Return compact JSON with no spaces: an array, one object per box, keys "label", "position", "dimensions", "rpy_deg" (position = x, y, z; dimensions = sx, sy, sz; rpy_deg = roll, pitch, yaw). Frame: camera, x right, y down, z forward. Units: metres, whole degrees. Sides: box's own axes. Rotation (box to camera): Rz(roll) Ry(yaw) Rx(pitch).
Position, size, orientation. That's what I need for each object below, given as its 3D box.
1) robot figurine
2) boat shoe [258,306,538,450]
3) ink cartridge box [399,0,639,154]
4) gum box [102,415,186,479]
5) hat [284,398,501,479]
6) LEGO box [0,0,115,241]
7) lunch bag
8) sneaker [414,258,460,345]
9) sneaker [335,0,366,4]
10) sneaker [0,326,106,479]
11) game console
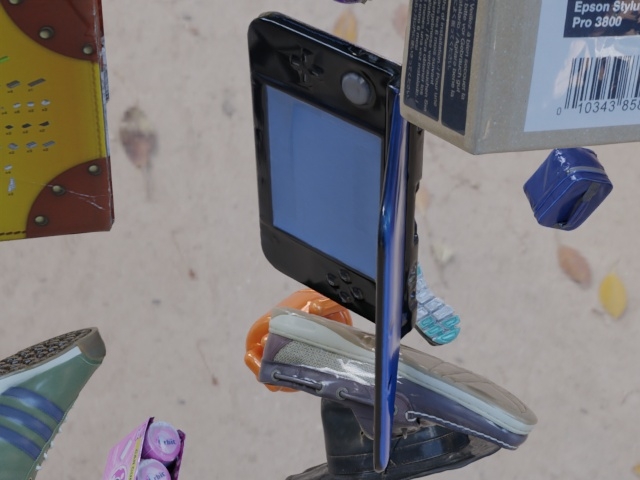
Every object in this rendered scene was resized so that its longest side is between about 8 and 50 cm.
[{"label":"robot figurine","position":[-0.028,0.146,1.872],"dimensions":[0.128,0.158,0.219],"rpy_deg":[12,22,21]},{"label":"boat shoe","position":[0.066,0.146,1.191],"dimensions":[0.285,0.103,0.092],"rpy_deg":[20,93,24]},{"label":"ink cartridge box","position":[0.171,-0.156,0.700],"dimensions":[0.235,0.193,0.088],"rpy_deg":[-7,24,-25]},{"label":"gum box","position":[-0.235,0.326,1.592],"dimensions":[0.062,0.107,0.188],"rpy_deg":[29,43,-23]},{"label":"hat","position":[0.088,0.247,1.697],"dimensions":[0.331,0.331,0.134],"rpy_deg":[-20,94,-20]},{"label":"LEGO box","position":[-0.396,-0.169,0.792],"dimensions":[0.500,0.193,0.372],"rpy_deg":[-6,43,-11]},{"label":"lunch bag","position":[0.284,-0.055,1.441],"dimensions":[0.067,0.098,0.065],"rpy_deg":[9,45,-28]},{"label":"sneaker","position":[0.122,0.077,1.676],"dimensions":[0.065,0.076,0.166],"rpy_deg":[-29,72,-12]},{"label":"sneaker","position":[-0.054,-0.289,0.993],"dimensions":[0.146,0.102,0.293],"rpy_deg":[-15,59,-12]},{"label":"sneaker","position":[-0.210,0.131,0.827],"dimensions":[0.064,0.086,0.192],"rpy_deg":[-10,13,40]},{"label":"game console","position":[0.000,0.000,1.035],"dimensions":[0.250,0.293,0.173],"rpy_deg":[27,49,27]}]
